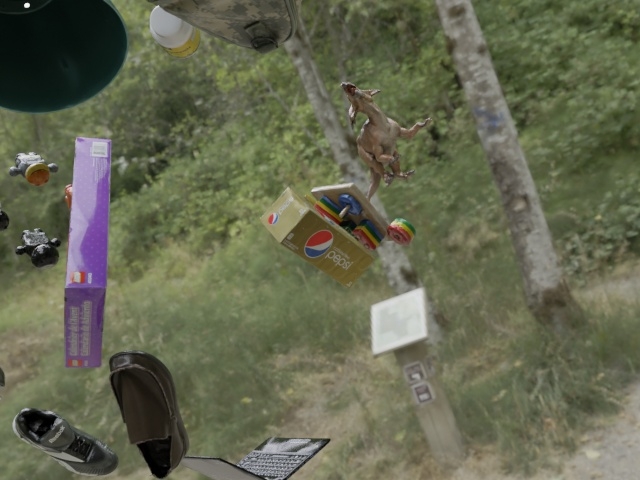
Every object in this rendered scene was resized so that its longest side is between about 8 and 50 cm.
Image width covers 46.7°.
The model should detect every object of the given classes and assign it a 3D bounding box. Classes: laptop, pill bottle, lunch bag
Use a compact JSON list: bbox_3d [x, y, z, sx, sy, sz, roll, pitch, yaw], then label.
[{"bbox_3d":[-0.159,0.456,1.621,0.264,0.136,0.234,-31,10,-41],"label":"laptop"},{"bbox_3d":[-0.224,-0.322,1.134,0.065,0.065,0.116,-20,0,1],"label":"pill bottle"},{"bbox_3d":[-0.119,-0.435,0.992,0.213,0.305,0.256,-10,-26,29],"label":"lunch bag"}]

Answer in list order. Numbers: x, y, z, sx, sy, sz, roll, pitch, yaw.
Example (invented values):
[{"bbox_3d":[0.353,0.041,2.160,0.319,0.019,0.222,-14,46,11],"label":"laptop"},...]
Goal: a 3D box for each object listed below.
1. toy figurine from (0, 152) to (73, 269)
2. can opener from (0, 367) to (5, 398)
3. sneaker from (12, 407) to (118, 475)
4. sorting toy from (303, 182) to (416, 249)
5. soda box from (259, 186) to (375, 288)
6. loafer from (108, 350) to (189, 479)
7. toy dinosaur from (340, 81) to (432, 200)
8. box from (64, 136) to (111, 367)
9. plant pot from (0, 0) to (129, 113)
[{"bbox_3d":[-0.621,-0.067,1.627,0.213,0.209,0.148,-46,40,-5],"label":"toy figurine"},{"bbox_3d":[-0.647,0.237,1.320,0.074,0.093,0.280,-6,-25,-4],"label":"can opener"},{"bbox_3d":[-0.519,0.406,1.497,0.078,0.234,0.106,-62,2,-29],"label":"sneaker"},{"bbox_3d":[0.044,-0.037,1.328,0.046,0.132,0.275,-50,24,-21],"label":"sorting toy"},{"bbox_3d":[0.000,0.000,1.026,0.061,0.058,0.181,-48,-40,6],"label":"soda box"},{"bbox_3d":[-0.242,0.253,1.061,0.080,0.220,0.078,-15,28,6],"label":"loafer"},{"bbox_3d":[0.125,-0.236,1.709,0.127,0.200,0.295,-36,-28,-33],"label":"toy dinosaur"},{"bbox_3d":[-0.351,0.016,1.121,0.057,0.293,0.201,2,-42,-16],"label":"box"},{"bbox_3d":[-0.534,-0.421,1.365,0.293,0.235,0.293,-23,-27,-13],"label":"plant pot"}]
